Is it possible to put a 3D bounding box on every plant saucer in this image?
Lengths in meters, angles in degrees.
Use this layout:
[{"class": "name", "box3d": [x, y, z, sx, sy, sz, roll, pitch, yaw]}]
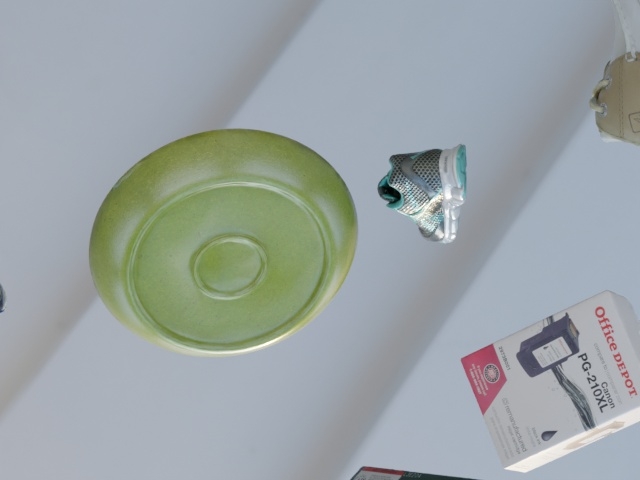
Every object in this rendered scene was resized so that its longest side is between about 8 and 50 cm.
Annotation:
[{"class": "plant saucer", "box3d": [-0.081, 0.014, 1.616, 0.241, 0.241, 0.037, 48, -166, -34]}]

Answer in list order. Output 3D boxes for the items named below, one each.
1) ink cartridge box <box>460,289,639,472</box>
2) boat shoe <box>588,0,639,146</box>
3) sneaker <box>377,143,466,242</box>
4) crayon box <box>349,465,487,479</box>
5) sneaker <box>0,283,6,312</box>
[{"class": "ink cartridge box", "box3d": [0.341, 0.195, 2.555, 0.100, 0.237, 0.172, 21, -136, -63]}, {"class": "boat shoe", "box3d": [0.242, -0.102, 1.310, 0.302, 0.103, 0.113, 65, -162, 3]}, {"class": "sneaker", "box3d": [0.088, -0.044, 1.637, 0.076, 0.065, 0.166, 1, 159, 0]}, {"class": "crayon box", "box3d": [0.211, 0.435, 2.258, 0.363, 0.106, 0.313, -2, 127, 53]}, {"class": "sneaker", "box3d": [-0.309, 0.012, 1.580, 0.135, 0.052, 0.058, 53, 152, 36]}]
